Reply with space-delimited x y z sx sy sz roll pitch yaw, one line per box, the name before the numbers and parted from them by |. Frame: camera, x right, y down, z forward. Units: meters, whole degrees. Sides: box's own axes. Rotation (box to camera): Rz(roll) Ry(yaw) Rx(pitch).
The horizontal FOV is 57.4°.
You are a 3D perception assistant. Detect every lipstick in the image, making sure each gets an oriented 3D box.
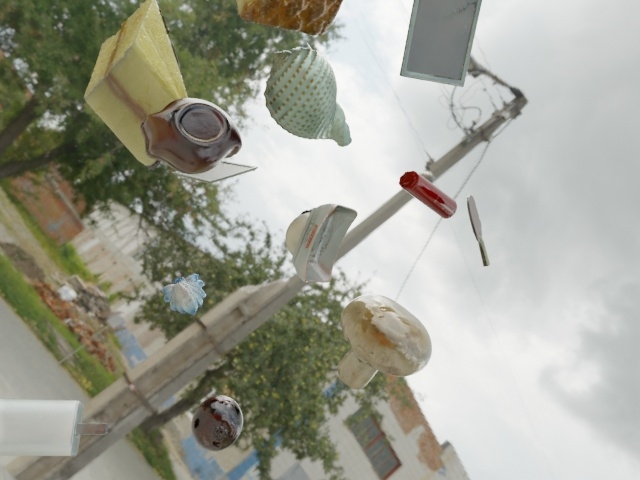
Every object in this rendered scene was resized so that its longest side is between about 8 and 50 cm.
lipstick | 0.346 -0.143 1.850 0.073 0.073 0.280 37 7 41

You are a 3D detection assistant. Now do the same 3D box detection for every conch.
conch | -0.050 -0.411 1.717 0.303 0.215 0.319 -99 172 -61

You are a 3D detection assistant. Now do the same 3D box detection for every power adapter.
power adapter | -0.621 0.431 1.339 0.187 0.256 0.124 133 -39 -64

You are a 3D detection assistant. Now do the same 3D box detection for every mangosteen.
mangosteen | -0.249 0.431 1.400 0.140 0.140 0.140 46 -19 21

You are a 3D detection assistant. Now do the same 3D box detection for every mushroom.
mushroom | 0.164 0.320 1.718 0.293 0.289 0.292 29 17 -10

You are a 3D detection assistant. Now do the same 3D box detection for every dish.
dish | 0.000 0.000 1.505 0.077 0.212 0.151 26 7 27

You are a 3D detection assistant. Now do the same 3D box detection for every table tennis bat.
table tennis bat | 0.499 -0.031 1.851 0.022 0.131 0.234 -12 -79 25

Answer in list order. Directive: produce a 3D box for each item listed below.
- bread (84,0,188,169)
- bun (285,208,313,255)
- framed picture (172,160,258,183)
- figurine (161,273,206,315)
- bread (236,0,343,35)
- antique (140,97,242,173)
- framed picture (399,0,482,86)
bread | -0.531 -0.471 1.831 0.346 0.242 0.405 -12 -41 32
bun | -0.017 -0.001 1.798 0.120 0.173 0.172 52 -13 48
framed picture | -0.425 -0.276 2.350 0.296 0.232 0.019 17 -59 47
figurine | -0.348 0.148 1.522 0.079 0.114 0.114 26 -32 61
bread | -0.072 -0.745 1.615 0.279 0.279 0.206 -48 -131 53
antique | -0.355 -0.295 1.645 0.129 0.278 0.223 -35 -119 51
framed picture | 0.331 -0.580 1.589 0.018 0.231 0.292 35 -61 56
